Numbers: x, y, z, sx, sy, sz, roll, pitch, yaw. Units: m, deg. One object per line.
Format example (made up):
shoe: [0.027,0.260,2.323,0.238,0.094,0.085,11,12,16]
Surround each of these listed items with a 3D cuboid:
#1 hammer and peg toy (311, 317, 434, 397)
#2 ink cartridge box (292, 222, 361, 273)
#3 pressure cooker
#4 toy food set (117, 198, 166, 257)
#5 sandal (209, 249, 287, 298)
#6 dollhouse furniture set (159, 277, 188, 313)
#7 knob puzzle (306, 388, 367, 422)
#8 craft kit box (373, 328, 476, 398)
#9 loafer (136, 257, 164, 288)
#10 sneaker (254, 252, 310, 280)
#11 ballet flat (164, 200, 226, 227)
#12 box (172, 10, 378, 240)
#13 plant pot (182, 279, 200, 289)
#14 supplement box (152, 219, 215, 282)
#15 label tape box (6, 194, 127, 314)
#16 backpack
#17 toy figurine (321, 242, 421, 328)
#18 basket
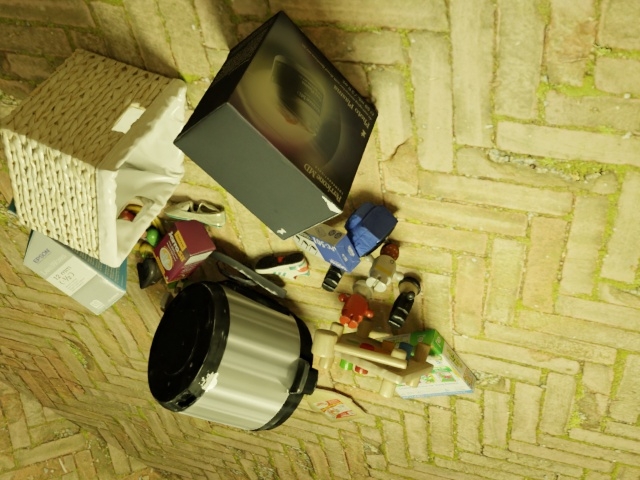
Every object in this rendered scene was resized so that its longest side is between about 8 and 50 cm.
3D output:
hammer and peg toy: [0.126,0.306,1.860,0.265,0.128,0.361,20,-173,26]
ink cartridge box: [0.000,0.000,1.733,0.207,0.046,0.097,26,154,46]
pressure cooker: [-0.225,0.337,2.028,0.420,0.370,0.375,25,118,-33]
toy food set: [-0.502,-0.025,1.993,0.128,0.071,0.218,9,140,15]
sandal: [-0.208,0.099,1.980,0.254,0.055,0.097,32,176,-14]
dollhouse furniture set: [-0.444,0.157,2.116,0.058,0.152,0.076,5,140,18]
knob puzzle: [0.038,0.546,2.447,0.213,0.030,0.213,13,142,11]
craft kit box: [0.283,0.365,2.098,0.249,0.061,0.247,-15,132,37]
loafer: [-0.481,0.094,2.098,0.078,0.080,0.220,-8,175,-24]
sneaker: [-0.101,0.081,1.939,0.161,0.057,0.075,-9,127,30]
ballet flat: [-0.322,-0.078,1.873,0.168,0.057,0.053,12,113,6]
box: [-0.071,-0.215,1.385,0.296,0.294,0.182,42,138,-24]
plant pot: [-0.355,0.153,2.138,0.079,0.083,0.083,-7,135,15]
supplement box: [-0.370,0.026,1.948,0.188,0.080,0.104,-42,72,49]
label tape box: [-0.646,-0.008,1.814,0.115,0.249,0.347,-39,124,14]
backpack: [0.109,-0.026,1.688,0.101,0.098,0.120,47,147,6]
toy figurine: [0.127,0.106,1.803,0.212,0.148,0.210,-6,129,33]
basket: [-0.483,-0.183,1.596,0.266,0.328,0.331,22,140,6]
